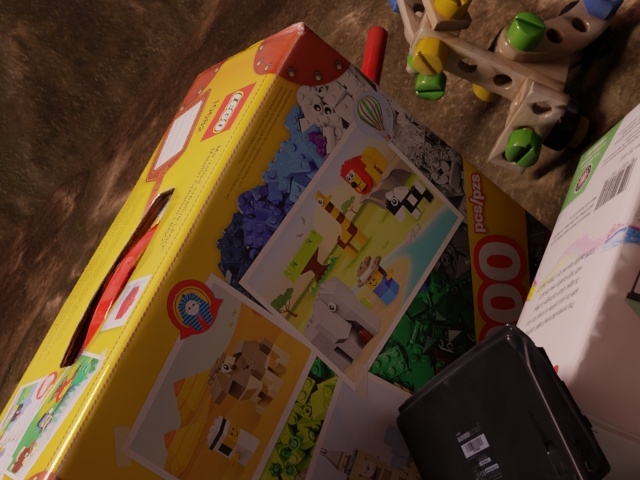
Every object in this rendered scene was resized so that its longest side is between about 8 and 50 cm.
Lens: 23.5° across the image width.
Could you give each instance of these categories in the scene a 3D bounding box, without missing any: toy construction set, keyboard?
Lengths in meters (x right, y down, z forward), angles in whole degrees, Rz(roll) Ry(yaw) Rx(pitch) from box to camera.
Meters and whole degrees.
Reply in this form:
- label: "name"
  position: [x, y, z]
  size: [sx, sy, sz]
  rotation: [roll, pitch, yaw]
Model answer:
- label: "toy construction set"
  position: [0.154, -0.179, 1.631]
  size: [0.309, 0.257, 0.237]
  rotation: [-24, 44, 44]
- label: "keyboard"
  position: [0.140, 0.180, 1.116]
  size: [0.033, 0.201, 0.317]
  rotation: [-21, -11, -16]

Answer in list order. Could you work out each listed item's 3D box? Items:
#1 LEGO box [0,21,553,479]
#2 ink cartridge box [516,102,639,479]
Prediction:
- label: "LEGO box"
  position: [-0.033, 0.132, 1.335]
  size: [0.193, 0.372, 0.500]
  rotation: [-17, 41, 56]
- label: "ink cartridge box"
  position: [0.238, 0.042, 1.169]
  size: [0.201, 0.117, 0.278]
  rotation: [127, 168, -70]
